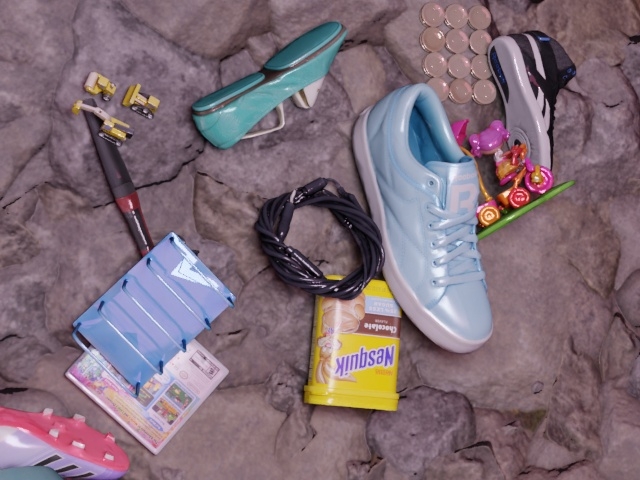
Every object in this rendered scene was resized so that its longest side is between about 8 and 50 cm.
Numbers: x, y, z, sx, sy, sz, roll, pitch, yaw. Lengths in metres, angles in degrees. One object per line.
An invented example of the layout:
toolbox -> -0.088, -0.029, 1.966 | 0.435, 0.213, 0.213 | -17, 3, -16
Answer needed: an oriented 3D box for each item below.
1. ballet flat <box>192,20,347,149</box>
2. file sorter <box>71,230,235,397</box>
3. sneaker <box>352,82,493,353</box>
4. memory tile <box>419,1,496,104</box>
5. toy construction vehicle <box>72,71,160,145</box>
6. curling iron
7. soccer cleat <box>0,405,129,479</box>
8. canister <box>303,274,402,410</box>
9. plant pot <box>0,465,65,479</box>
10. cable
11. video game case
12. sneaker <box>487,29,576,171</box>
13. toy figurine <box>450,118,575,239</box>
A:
ballet flat -> -0.058, -0.200, 1.396 | 0.247, 0.083, 0.087 | -35, 120, -17
file sorter -> -0.201, 0.091, 1.266 | 0.170, 0.104, 0.118 | -43, 99, -4
sneaker -> 0.150, -0.035, 1.360 | 0.135, 0.150, 0.366 | -16, 78, -31
memory tile -> 0.198, -0.270, 1.506 | 0.113, 0.012, 0.148 | -2, 86, -17
toy construction vehicle -> -0.258, -0.172, 1.329 | 0.098, 0.035, 0.086 | 30, 59, -18
curling iron -> -0.240, -0.058, 1.344 | 0.068, 0.035, 0.274 | -29, 89, -38
soccer cleat -> -0.358, 0.253, 1.263 | 0.248, 0.083, 0.095 | 21, 104, -17
canister -> 0.047, 0.137, 1.392 | 0.126, 0.073, 0.170 | 7, 82, -17
plant pot -> -0.367, 0.383, 1.144 | 0.293, 0.293, 0.235 | -9, 72, -18
cable -> 0.000, 0.000, 1.362 | 0.150, 0.047, 0.184 | -16, 60, -20
video game case -> -0.221, 0.169, 1.335 | 0.157, 0.019, 0.143 | 44, 75, -10
sneaker -> 0.328, -0.200, 1.506 | 0.121, 0.079, 0.217 | -18, 97, -26
toy figurine -> 0.239, -0.103, 1.447 | 0.173, 0.130, 0.159 | -30, 85, 3
